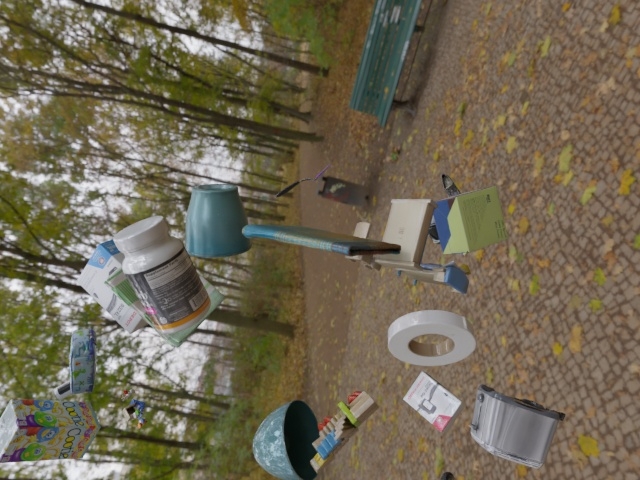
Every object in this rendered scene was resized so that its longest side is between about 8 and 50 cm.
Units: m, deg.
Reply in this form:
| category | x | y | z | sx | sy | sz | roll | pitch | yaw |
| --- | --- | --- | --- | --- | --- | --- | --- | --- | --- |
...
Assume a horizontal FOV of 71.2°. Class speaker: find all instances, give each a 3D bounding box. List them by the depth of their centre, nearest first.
| category | x | y | z | sx | sy | sz | roll | pitch | yaw |
| --- | --- | --- | --- | --- | --- | --- | --- | --- | --- |
| speaker | -0.997 | 0.586 | 1.810 | 0.055 | 0.136 | 0.055 | 47 | 154 | 32 |

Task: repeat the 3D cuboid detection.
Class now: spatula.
| category | x | y | z | sx | sy | sz | roll | pitch | yaw |
| --- | --- | --- | --- | --- | --- | --- | --- | --- | --- |
| spatula | -0.074 | -0.263 | 1.999 | 0.030 | 0.296 | 0.084 | 61 | 163 | 4 |

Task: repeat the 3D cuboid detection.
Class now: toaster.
| category | x | y | z | sx | sy | sz | roll | pitch | yaw |
| --- | --- | --- | --- | --- | --- | --- | --- | --- | --- |
| toaster | 0.494 | 0.473 | 1.136 | 0.129 | 0.226 | 0.147 | 148 | 141 | -83 |

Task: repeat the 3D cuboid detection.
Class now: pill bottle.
| category | x | y | z | sx | sy | sz | roll | pitch | yaw |
| --- | --- | --- | --- | --- | --- | --- | --- | --- | --- |
| pill bottle | -0.409 | 0.088 | 1.160 | 0.162 | 0.162 | 0.279 | -99 | -10 | -68 |

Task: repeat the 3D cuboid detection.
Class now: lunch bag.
| category | x | y | z | sx | sy | sz | roll | pitch | yaw |
| --- | --- | --- | --- | --- | --- | --- | --- | --- | --- |
| lunch bag | -0.912 | 0.459 | 1.719 | 0.176 | 0.090 | 0.219 | 26 | 113 | 60 |

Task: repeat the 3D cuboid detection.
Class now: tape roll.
| category | x | y | z | sx | sy | sz | roll | pitch | yaw |
| --- | --- | --- | --- | --- | --- | --- | --- | --- | --- |
| tape roll | 0.499 | 0.447 | 2.019 | 0.392 | 0.391 | 0.072 | 109 | 171 | -46 |

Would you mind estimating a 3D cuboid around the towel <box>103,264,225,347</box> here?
| category | x | y | z | sx | sy | sz | roll | pitch | yaw |
| --- | --- | --- | --- | --- | --- | --- | --- | --- | --- |
| towel | -0.521 | 0.170 | 1.515 | 0.248 | 0.325 | 0.038 | -49 | 4 | -33 |

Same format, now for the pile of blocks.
| category | x | y | z | sx | sy | sz | roll | pitch | yaw |
| --- | --- | --- | --- | --- | --- | --- | --- | --- | --- |
| pile of blocks | 0.050 | 0.648 | 1.560 | 0.112 | 0.149 | 0.362 | 44 | 103 | 33 |

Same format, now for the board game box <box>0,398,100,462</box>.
| category | x | y | z | sx | sy | sz | roll | pitch | yaw |
| --- | --- | --- | --- | --- | --- | --- | --- | --- | --- |
| board game box | -0.949 | 0.661 | 1.558 | 0.142 | 0.275 | 0.144 | 33 | 94 | 41 |

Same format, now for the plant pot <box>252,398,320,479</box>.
| category | x | y | z | sx | sy | sz | roll | pitch | yaw |
| --- | --- | --- | --- | --- | --- | --- | --- | --- | --- |
| plant pot | -0.144 | 0.787 | 1.731 | 0.290 | 0.195 | 0.290 | 50 | -153 | -39 |

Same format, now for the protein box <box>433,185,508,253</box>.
| category | x | y | z | sx | sy | sz | roll | pitch | yaw |
| --- | --- | --- | --- | --- | --- | --- | --- | --- | --- |
| protein box | 0.537 | -0.073 | 1.614 | 0.136 | 0.201 | 0.200 | -8 | 97 | 63 |

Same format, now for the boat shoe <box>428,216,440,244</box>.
| category | x | y | z | sx | sy | sz | roll | pitch | yaw |
| --- | --- | --- | --- | --- | --- | --- | --- | --- | --- |
| boat shoe | 0.531 | -0.044 | 1.963 | 0.121 | 0.335 | 0.119 | -16 | 78 | 33 |

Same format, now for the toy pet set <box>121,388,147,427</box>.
| category | x | y | z | sx | sy | sz | roll | pitch | yaw |
| --- | --- | --- | --- | --- | --- | --- | --- | --- | --- |
| toy pet set | -0.588 | 0.543 | 1.447 | 0.065 | 0.122 | 0.114 | -19 | -26 | -48 |

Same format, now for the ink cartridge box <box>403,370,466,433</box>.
| category | x | y | z | sx | sy | sz | roll | pitch | yaw |
| --- | --- | --- | --- | --- | --- | --- | --- | --- | --- |
| ink cartridge box | 0.344 | 0.489 | 1.358 | 0.150 | 0.063 | 0.109 | 33 | 87 | 38 |

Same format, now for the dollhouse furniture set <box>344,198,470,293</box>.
| category | x | y | z | sx | sy | sz | roll | pitch | yaw |
| --- | --- | --- | --- | --- | --- | --- | --- | --- | --- |
| dollhouse furniture set | 0.297 | 0.023 | 1.402 | 0.286 | 0.303 | 0.198 | 5 | 73 | 46 |

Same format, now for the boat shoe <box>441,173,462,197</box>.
| category | x | y | z | sx | sy | sz | roll | pitch | yaw |
| --- | --- | --- | --- | --- | --- | --- | --- | --- | --- |
| boat shoe | 0.548 | -0.218 | 1.887 | 0.056 | 0.049 | 0.152 | -39 | 55 | 23 |

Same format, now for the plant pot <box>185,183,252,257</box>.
| category | x | y | z | sx | sy | sz | roll | pitch | yaw |
| --- | --- | --- | --- | --- | --- | --- | --- | --- | --- |
| plant pot | -0.419 | -0.092 | 1.803 | 0.272 | 0.271 | 0.255 | -107 | 16 | -73 |

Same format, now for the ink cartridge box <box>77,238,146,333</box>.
| category | x | y | z | sx | sy | sz | roll | pitch | yaw |
| --- | --- | --- | --- | --- | --- | --- | --- | --- | --- |
| ink cartridge box | -0.763 | 0.175 | 1.754 | 0.223 | 0.307 | 0.129 | -49 | -4 | 22 |

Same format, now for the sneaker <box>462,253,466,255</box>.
| category | x | y | z | sx | sy | sz | roll | pitch | yaw |
| --- | --- | --- | --- | --- | --- | --- | --- | --- | --- |
| sneaker | 0.624 | -0.009 | 1.925 | 0.053 | 0.059 | 0.144 | 32 | -101 | -60 |

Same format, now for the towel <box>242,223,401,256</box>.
| category | x | y | z | sx | sy | sz | roll | pitch | yaw |
| --- | --- | --- | --- | --- | --- | --- | --- | --- | --- |
| towel | 0.000 | 0.000 | 1.232 | 0.271 | 0.370 | 0.040 | -1 | -80 | -52 |

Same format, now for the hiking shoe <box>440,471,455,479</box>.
| category | x | y | z | sx | sy | sz | roll | pitch | yaw |
| --- | --- | --- | --- | --- | --- | --- | --- | --- | --- |
| hiking shoe | 0.478 | 0.866 | 1.495 | 0.114 | 0.086 | 0.227 | -38 | 17 | 13 |
